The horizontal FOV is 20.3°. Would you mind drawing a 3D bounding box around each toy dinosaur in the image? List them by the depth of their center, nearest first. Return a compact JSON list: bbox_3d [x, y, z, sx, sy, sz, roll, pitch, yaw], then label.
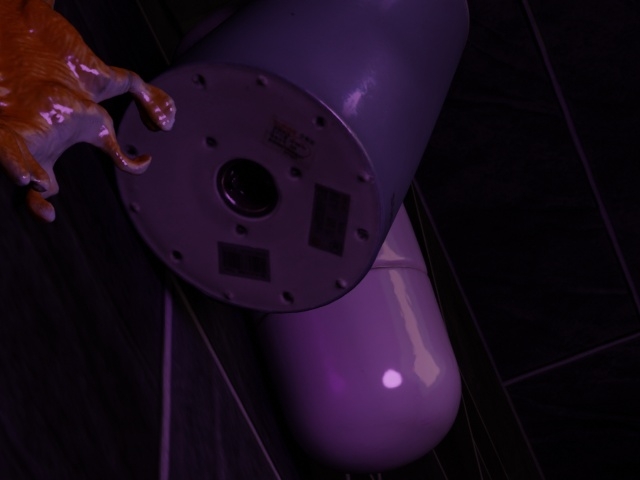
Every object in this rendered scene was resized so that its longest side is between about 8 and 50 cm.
[{"bbox_3d":[-0.145,-0.091,0.854,0.142,0.057,0.212,17,37,-56],"label":"toy dinosaur"}]

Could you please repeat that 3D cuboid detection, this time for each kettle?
[{"bbox_3d":[0.000,-0.064,1.078,0.243,0.160,0.210,-54,156,-52],"label":"kettle"}]

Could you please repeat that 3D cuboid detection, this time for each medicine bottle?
[{"bbox_3d":[0.000,0.000,1.260,0.130,0.130,0.341,51,19,-67],"label":"medicine bottle"}]

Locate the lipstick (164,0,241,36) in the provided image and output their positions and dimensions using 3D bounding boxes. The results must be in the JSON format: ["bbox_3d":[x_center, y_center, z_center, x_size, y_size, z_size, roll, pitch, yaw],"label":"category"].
[{"bbox_3d":[-0.071,-0.167,1.466,0.317,0.066,0.068,61,11,-46],"label":"lipstick"}]
